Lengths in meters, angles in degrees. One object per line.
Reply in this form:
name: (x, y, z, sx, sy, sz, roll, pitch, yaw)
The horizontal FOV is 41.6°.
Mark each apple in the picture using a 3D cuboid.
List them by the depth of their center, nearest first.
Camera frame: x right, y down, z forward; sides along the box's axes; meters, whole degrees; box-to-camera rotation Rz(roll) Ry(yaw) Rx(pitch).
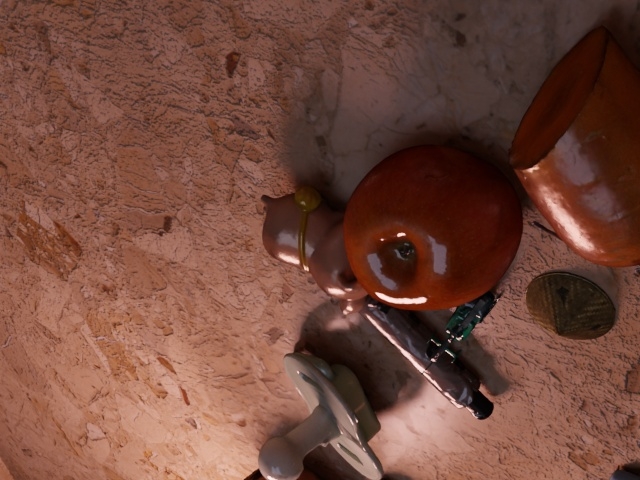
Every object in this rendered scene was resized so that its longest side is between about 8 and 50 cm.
apple: (0.160, -0.013, 1.256, 0.272, 0.206, 0.251, 2, 126, 37)

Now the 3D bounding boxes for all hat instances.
hat: (0.384, 0.127, 1.335, 0.146, 0.067, 0.146, 20, 138, 19)

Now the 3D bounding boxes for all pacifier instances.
pacifier: (-0.021, 0.392, 1.752, 0.288, 0.269, 0.343, 23, 143, 55)

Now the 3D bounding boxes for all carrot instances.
carrot: (0.365, -0.070, 1.050, 0.214, 0.193, 0.331, -41, 106, 13)

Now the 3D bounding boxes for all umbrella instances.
umbrella: (0.198, 0.210, 1.556, 0.337, 0.067, 0.073, 45, 151, -12)

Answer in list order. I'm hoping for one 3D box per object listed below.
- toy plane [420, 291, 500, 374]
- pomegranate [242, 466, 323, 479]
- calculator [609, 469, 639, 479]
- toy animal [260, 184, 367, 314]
toy plane: (0.239, 0.146, 1.435, 0.060, 0.096, 0.235, 32, 136, 6)
pomegranate: (-0.089, 0.704, 2.084, 0.322, 0.322, 0.322, 20, 138, 19)
calculator: (0.607, 0.477, 1.501, 0.210, 0.039, 0.121, 11, 137, 55)
toy animal: (-0.001, 0.000, 1.436, 0.248, 0.149, 0.165, 40, 178, 18)
